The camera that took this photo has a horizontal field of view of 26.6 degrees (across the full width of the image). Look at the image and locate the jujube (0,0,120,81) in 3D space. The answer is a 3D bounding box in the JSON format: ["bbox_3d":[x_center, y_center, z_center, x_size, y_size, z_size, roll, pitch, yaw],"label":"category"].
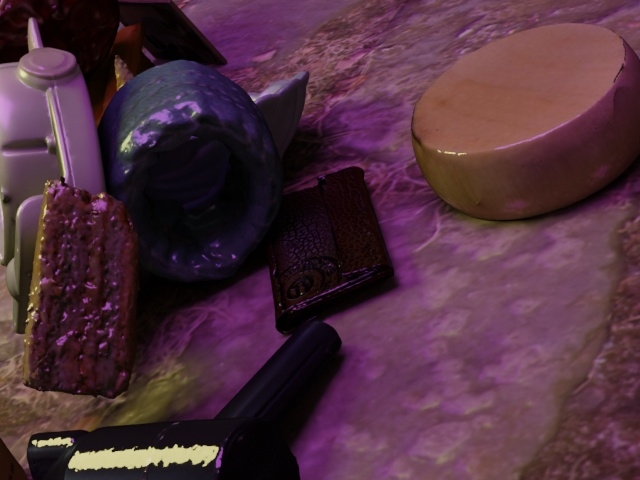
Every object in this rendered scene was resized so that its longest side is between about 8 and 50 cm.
[{"bbox_3d":[-0.443,-0.284,1.866,0.276,0.276,0.377,-8,21,31],"label":"jujube"}]

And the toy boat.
[{"bbox_3d":[-0.128,-0.113,1.635,0.290,0.100,0.199,-25,9,-21],"label":"toy boat"}]

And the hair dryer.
[{"bbox_3d":[-0.102,0.166,1.209,0.244,0.116,0.302,-6,24,34],"label":"hair dryer"}]

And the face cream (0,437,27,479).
[{"bbox_3d":[-0.411,0.221,1.272,0.218,0.179,0.218,-21,29,12],"label":"face cream"}]

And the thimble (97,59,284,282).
[{"bbox_3d":[-0.142,-0.067,1.478,0.198,0.235,0.143,-12,32,-11],"label":"thimble"}]

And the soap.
[{"bbox_3d":[-0.343,-0.193,1.989,0.204,0.096,0.324,-22,29,10],"label":"soap"}]

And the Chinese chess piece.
[{"bbox_3d":[0.218,-0.124,1.400,0.251,0.097,0.251,-21,30,13],"label":"Chinese chess piece"}]

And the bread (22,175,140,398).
[{"bbox_3d":[-0.222,0.049,1.268,0.102,0.196,0.138,6,-9,-13],"label":"bread"}]

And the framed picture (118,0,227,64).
[{"bbox_3d":[-0.242,-0.322,2.078,0.201,0.136,0.010,13,64,50],"label":"framed picture"}]

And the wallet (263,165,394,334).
[{"bbox_3d":[0.000,0.000,1.440,0.133,0.039,0.243,-25,28,7],"label":"wallet"}]

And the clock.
[{"bbox_3d":[-0.313,-0.078,1.504,0.109,0.265,0.324,-7,62,-16],"label":"clock"}]

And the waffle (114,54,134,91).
[{"bbox_3d":[-0.232,-0.122,1.684,0.032,0.191,0.125,-8,27,-9],"label":"waffle"}]
